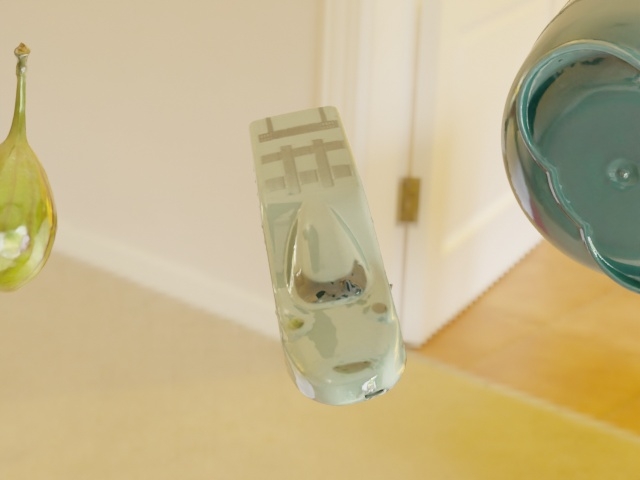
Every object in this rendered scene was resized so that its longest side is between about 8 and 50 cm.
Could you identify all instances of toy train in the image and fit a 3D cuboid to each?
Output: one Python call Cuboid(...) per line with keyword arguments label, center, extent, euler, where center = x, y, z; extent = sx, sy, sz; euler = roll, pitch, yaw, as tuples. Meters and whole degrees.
Cuboid(label="toy train", center=(0.000, 0.000, 0.718), extent=(0.052, 0.051, 0.234), euler=(-11, 21, 0))

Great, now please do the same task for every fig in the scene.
Cuboid(label="fig", center=(-0.205, -0.039, 1.134), extent=(0.093, 0.166, 0.093), euler=(31, 4, -2))

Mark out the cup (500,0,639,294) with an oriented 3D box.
Cuboid(label="cup", center=(0.275, -0.071, 1.249), extent=(0.219, 0.290, 0.257), euler=(-24, 13, 34))
